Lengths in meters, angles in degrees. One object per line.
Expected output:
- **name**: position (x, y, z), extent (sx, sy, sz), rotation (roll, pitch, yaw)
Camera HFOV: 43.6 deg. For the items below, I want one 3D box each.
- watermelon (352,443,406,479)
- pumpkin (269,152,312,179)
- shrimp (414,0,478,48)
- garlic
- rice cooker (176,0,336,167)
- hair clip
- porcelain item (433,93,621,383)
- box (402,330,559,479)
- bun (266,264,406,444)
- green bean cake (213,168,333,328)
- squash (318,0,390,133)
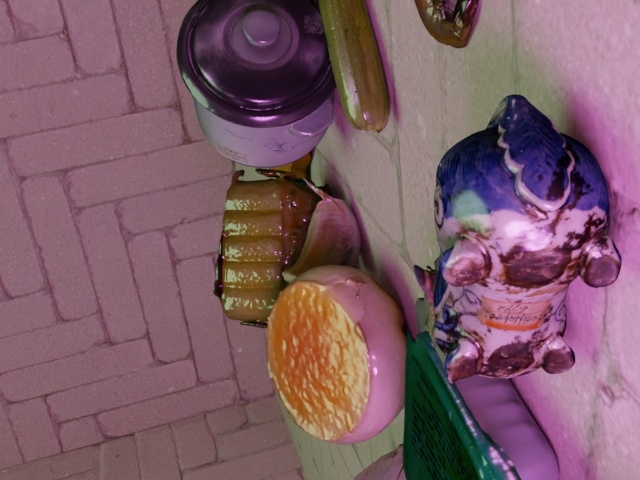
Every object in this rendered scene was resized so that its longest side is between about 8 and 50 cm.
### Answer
- **watermelon**: position (0.155, 0.494, 1.294), extent (0.222, 0.319, 0.292), rotation (44, -172, -20)
- **pumpkin**: position (-0.092, -0.216, 1.802), extent (0.258, 0.095, 0.290), rotation (94, 157, -45)
- **shrimp**: position (0.122, -0.275, 0.806), extent (0.124, 0.034, 0.178), rotation (-119, 18, -47)
- **garlic**: position (0.011, -0.007, 1.442), extent (0.090, 0.129, 0.198), rotation (111, 171, -84)
- **rice cooker**: position (-0.096, -0.274, 1.314), extent (0.316, 0.264, 0.316), rotation (47, 166, 16)
- **hair clip**: position (0.153, 0.081, 0.996), extent (0.257, 0.075, 0.146), rotation (82, 172, -57)
- **porcelain item**: position (0.166, 0.001, 0.712), extent (0.288, 0.138, 0.186), rotation (83, -174, -50)
- **box**: position (0.189, 0.280, 0.940), extent (0.264, 0.106, 0.336), rotation (-114, 15, -47)
- **bun**: position (0.049, 0.180, 1.329), extent (0.299, 0.165, 0.298), rotation (12, 106, 49)
- **green bean cake**: position (-0.047, 0.020, 1.593), extent (0.285, 0.202, 0.309), rotation (5, -91, -63)
- **squash**: position (0.047, -0.260, 1.109), extent (0.069, 0.069, 0.238), rotation (132, 126, -77)
